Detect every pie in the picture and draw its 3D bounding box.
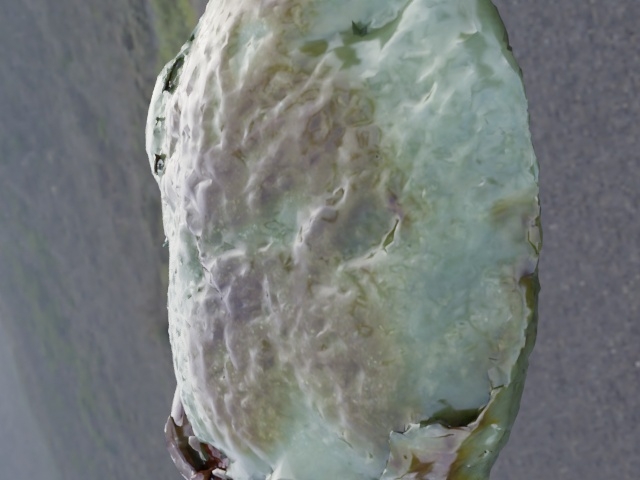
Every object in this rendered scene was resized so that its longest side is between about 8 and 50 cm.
[{"bbox_3d":[0.005,-0.004,0.546,0.257,0.105,0.274,-7,87,55],"label":"pie"}]
